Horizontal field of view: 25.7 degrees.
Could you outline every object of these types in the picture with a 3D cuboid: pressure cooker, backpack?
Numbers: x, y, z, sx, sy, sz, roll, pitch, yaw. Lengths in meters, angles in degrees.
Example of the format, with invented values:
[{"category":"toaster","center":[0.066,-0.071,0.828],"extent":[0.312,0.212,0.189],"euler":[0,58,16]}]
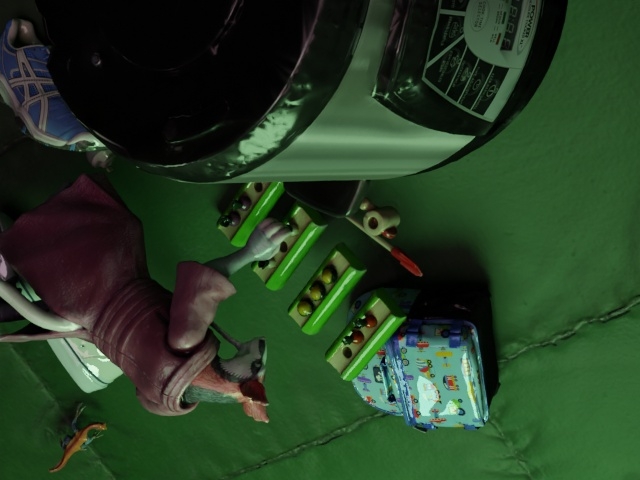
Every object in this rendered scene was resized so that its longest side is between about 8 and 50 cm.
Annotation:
[{"category":"pressure cooker","center":[0.009,-0.237,1.228],"extent":[0.370,0.420,0.375],"euler":[-32,73,36]},{"category":"backpack","center":[0.105,0.132,1.578],"extent":[0.173,0.117,0.158],"euler":[2,119,19]}]

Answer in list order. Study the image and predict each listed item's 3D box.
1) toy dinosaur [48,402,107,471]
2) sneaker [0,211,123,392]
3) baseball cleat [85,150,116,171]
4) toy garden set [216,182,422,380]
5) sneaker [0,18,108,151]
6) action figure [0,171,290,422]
[{"category":"toy dinosaur","center":[-0.305,0.259,1.807],"extent":[0.047,0.090,0.082],"euler":[25,157,-16]},{"category":"sneaker","center":[-0.309,0.061,1.690],"extent":[0.091,0.094,0.258],"euler":[-30,111,8]},{"category":"baseball cleat","center":[-0.220,-0.176,1.536],"extent":[0.109,0.072,0.206],"euler":[43,121,9]},{"category":"toy garden set","center":[0.000,0.000,1.509],"extent":[0.244,0.049,0.204],"euler":[49,125,19]},{"category":"sneaker","center":[-0.294,-0.164,1.511],"extent":[0.211,0.080,0.081],"euler":[38,118,30]},{"category":"action figure","center":[-0.200,0.079,1.493],"extent":[0.370,0.275,0.248],"euler":[34,125,28]}]
